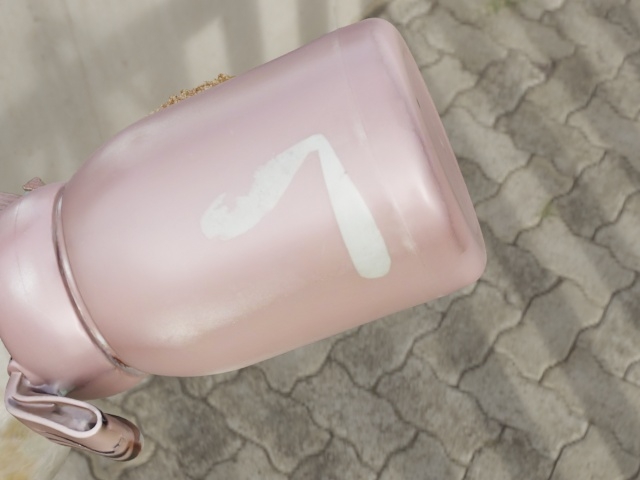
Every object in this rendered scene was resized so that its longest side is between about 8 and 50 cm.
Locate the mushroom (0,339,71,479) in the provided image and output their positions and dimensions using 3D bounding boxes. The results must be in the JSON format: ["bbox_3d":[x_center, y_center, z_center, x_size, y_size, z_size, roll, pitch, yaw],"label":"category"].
[{"bbox_3d":[-0.378,0.127,1.104,0.297,0.297,0.290,8,53,8],"label":"mushroom"}]

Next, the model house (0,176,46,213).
[{"bbox_3d":[-0.472,-0.036,1.755,0.148,0.119,0.149,10,101,0],"label":"model house"}]

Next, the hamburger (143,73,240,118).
[{"bbox_3d":[-0.183,-0.127,1.619,0.170,0.302,0.302,48,62,-20],"label":"hamburger"}]

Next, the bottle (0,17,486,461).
[{"bbox_3d":[-0.059,0.007,0.669,0.296,0.173,0.206,-20,55,11],"label":"bottle"}]
